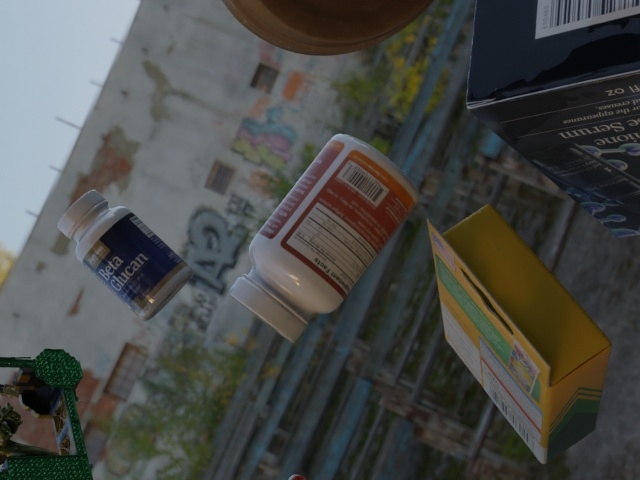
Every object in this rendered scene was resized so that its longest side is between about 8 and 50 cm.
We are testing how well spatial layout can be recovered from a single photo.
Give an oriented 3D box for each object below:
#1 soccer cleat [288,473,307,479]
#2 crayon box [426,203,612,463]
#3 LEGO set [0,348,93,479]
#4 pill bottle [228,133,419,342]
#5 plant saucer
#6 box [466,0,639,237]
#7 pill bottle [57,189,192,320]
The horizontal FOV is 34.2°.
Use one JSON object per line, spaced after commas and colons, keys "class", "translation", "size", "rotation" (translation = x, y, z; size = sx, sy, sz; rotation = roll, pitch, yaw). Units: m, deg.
{"class": "soccer cleat", "translation": [-0.022, 0.223, 0.908], "size": [0.029, 0.035, 0.083], "rotation": [-55, -30, -20]}
{"class": "crayon box", "translation": [0.217, 0.101, 1.140], "size": [0.083, 0.203, 0.323], "rotation": [-33, -28, -7]}
{"class": "LEGO set", "translation": [-0.424, 0.263, 1.208], "size": [0.331, 0.255, 0.192], "rotation": [-2, -42, -41]}
{"class": "pill bottle", "translation": [0.000, 0.000, 1.139], "size": [0.216, 0.121, 0.121], "rotation": [-52, -6, -7]}
{"class": "plant saucer", "translation": [0.025, -0.293, 0.921], "size": [0.041, 0.277, 0.278], "rotation": [49, 122, 52]}
{"class": "box", "translation": [0.393, -0.180, 1.169], "size": [0.395, 0.293, 0.212], "rotation": [29, -118, -45]}
{"class": "pill bottle", "translation": [-0.257, 0.016, 1.353], "size": [0.094, 0.169, 0.094], "rotation": [-47, -1, -1]}
